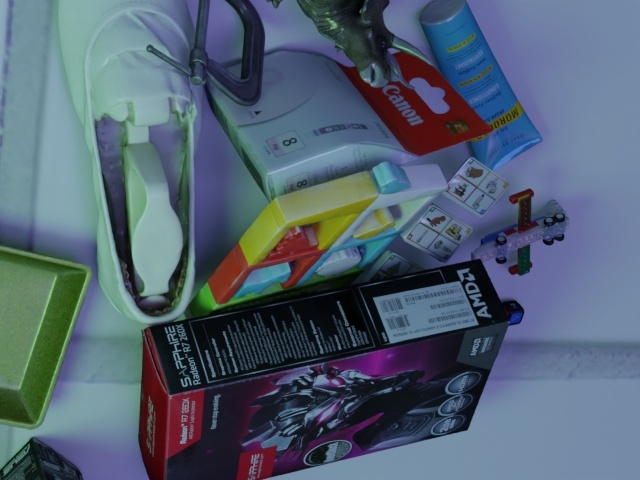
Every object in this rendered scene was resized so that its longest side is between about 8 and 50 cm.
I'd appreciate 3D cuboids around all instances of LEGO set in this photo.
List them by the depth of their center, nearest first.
[{"bbox_3d":[0.171,0.011,1.580,0.244,0.060,0.182,27,108,-42],"label":"LEGO set"}]

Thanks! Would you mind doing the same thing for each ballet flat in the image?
[{"bbox_3d":[-0.169,-0.097,1.384,0.139,0.139,0.400,-9,112,-17],"label":"ballet flat"}]

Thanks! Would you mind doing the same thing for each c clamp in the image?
[{"bbox_3d":[-0.099,-0.198,1.366,0.022,0.161,0.137,-28,128,33],"label":"c clamp"}]

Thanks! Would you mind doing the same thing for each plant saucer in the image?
[{"bbox_3d":[-0.348,0.084,1.436,0.188,0.045,0.188,15,104,-24],"label":"plant saucer"}]

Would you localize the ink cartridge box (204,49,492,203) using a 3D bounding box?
[{"bbox_3d":[0.023,-0.135,1.407,0.232,0.189,0.066,-23,132,-9],"label":"ink cartridge box"}]

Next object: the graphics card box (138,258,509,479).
[{"bbox_3d":[-0.002,0.150,1.508,0.370,0.094,0.233,-11,145,-17],"label":"graphics card box"}]

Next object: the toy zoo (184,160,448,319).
[{"bbox_3d":[0.000,0.000,1.406,0.192,0.030,0.293,-13,159,-32],"label":"toy zoo"}]

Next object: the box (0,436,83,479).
[{"bbox_3d":[-0.352,0.377,1.437,0.307,0.242,0.076,-46,118,0],"label":"box"}]

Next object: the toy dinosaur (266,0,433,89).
[{"bbox_3d":[0.009,-0.304,1.395,0.160,0.121,0.314,-5,97,-29],"label":"toy dinosaur"}]

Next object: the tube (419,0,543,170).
[{"bbox_3d":[0.169,-0.166,1.532,0.080,0.052,0.207,-28,123,4],"label":"tube"}]
